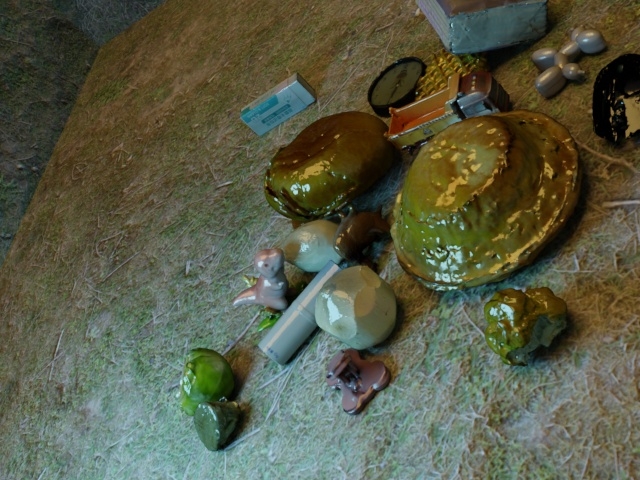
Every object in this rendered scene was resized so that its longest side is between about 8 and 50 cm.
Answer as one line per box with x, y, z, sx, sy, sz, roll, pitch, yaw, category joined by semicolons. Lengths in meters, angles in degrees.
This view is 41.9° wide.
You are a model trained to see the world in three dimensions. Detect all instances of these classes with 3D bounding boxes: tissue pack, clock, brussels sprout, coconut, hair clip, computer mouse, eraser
0.381;-0.590;2.044;0.243;0.125;0.343;-12;39;-2;tissue pack
0.204;-0.407;2.198;0.185;0.040;0.184;-29;38;25;clock
-0.258;0.324;1.908;0.149;0.122;0.151;-86;14;-52;brussels sprout
0.068;0.131;1.696;0.161;0.162;0.161;-28;39;26;coconut
0.066;0.273;1.677;0.123;0.102;0.138;-48;1;-4;hair clip
0.587;-0.287;1.622;0.147;0.077;0.241;-17;44;40;computer mouse
-0.129;-0.408;2.518;0.225;0.095;0.052;-29;39;26;eraser

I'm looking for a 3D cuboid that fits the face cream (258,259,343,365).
-0.030;0.160;1.852;0.250;0.077;0.077;-49;34;-1;face cream

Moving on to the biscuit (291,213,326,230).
-0.019;-0.071;2.125;0.131;0.019;0.102;-26;39;29;biscuit

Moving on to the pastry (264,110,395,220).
0.019;-0.185;2.028;0.356;0.163;0.356;-30;20;12;pastry

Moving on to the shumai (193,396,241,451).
-0.219;0.394;1.831;0.099;0.087;0.123;46;135;30;shumai

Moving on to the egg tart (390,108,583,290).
0.300;-0.104;1.665;0.443;0.178;0.443;-28;40;27;egg tart

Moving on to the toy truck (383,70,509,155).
0.286;-0.287;1.901;0.271;0.135;0.114;-20;42;35;toy truck

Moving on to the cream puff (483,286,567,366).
0.342;0.131;1.420;0.156;0.156;0.121;-42;52;8;cream puff

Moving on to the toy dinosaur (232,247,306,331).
-0.122;0.114;1.911;0.194;0.177;0.152;-23;40;35;toy dinosaur

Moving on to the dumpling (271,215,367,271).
-0.004;0.000;1.953;0.216;0.126;0.166;-27;23;33;dumpling

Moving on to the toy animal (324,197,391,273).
0.100;-0.011;1.863;0.188;0.179;0.089;-31;-3;-38;toy animal

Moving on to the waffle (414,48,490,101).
0.320;-0.386;2.027;0.193;0.070;0.197;-10;51;42;waffle

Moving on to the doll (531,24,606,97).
0.536;-0.397;1.804;0.160;0.059;0.161;-23;40;32;doll
